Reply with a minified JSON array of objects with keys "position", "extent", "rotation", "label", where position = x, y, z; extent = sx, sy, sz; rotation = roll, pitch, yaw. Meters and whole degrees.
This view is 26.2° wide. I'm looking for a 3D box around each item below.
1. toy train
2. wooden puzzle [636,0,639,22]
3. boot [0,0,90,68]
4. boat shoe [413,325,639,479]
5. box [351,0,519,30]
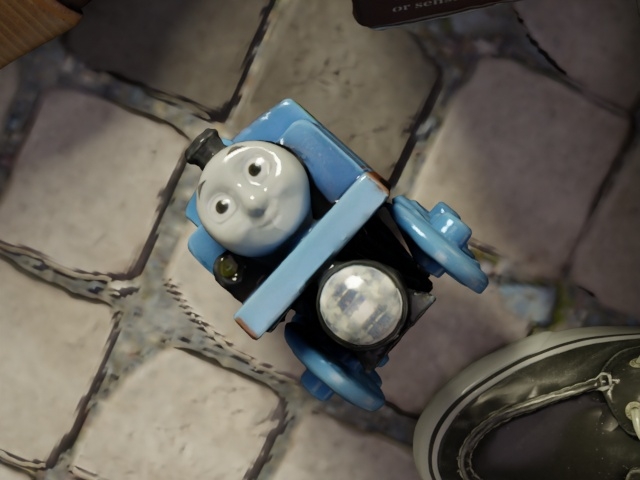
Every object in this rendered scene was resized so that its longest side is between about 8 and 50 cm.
[{"position":[0.000,0.000,0.506],"extent":[0.105,0.184,0.080],"rotation":[40,95,1],"label":"toy train"},{"position":[0.304,-0.063,0.532],"extent":[0.348,0.080,0.322],"rotation":[-8,86,-4],"label":"wooden puzzle"},{"position":[-0.131,-0.175,0.463],"extent":[0.207,0.090,0.248],"rotation":[-43,143,0],"label":"boot"},{"position":[0.149,0.074,0.584],"extent":[0.219,0.070,0.077],"rotation":[-13,101,-2],"label":"boat shoe"},{"position":[0.070,-0.198,0.430],"extent":[0.167,0.203,0.168],"rotation":[-10,68,4],"label":"box"}]
